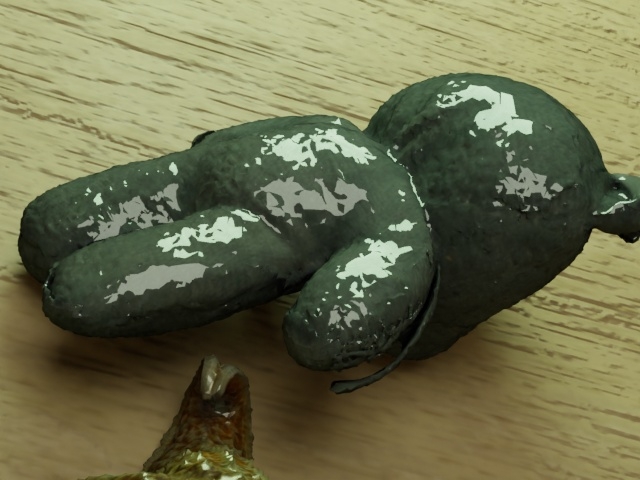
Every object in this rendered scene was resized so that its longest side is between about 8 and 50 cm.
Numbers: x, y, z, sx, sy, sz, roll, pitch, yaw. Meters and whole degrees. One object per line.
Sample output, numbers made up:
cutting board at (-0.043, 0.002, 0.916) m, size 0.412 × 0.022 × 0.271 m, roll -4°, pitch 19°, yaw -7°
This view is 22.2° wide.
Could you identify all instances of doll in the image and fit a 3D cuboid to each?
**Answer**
doll at (0.003, 0.006, 0.933) m, size 0.340 × 0.158 × 0.246 m, roll -20°, pitch 31°, yaw -17°

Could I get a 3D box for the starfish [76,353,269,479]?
starfish at (-0.060, 0.144, 0.737) m, size 0.312 × 0.113 × 0.303 m, roll 14°, pitch 12°, yaw 26°
